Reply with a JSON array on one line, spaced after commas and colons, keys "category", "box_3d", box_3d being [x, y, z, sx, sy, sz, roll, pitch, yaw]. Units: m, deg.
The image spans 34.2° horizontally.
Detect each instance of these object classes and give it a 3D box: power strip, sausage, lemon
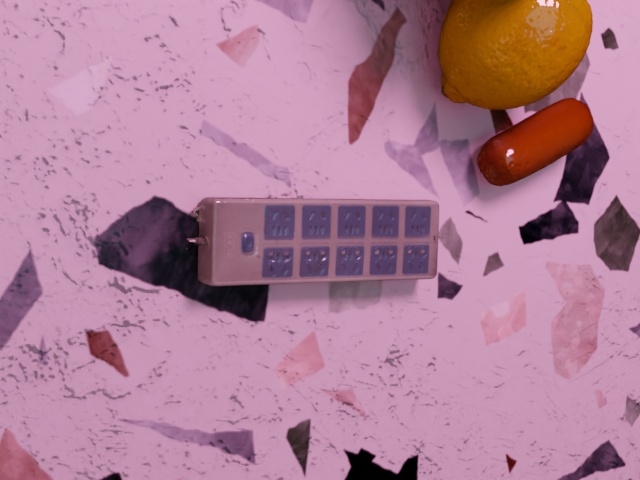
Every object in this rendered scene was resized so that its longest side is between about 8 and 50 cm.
[{"category": "power strip", "box_3d": [0.000, 0.000, 1.300, 0.367, 0.043, 0.106, -1, 94, -32]}, {"category": "sausage", "box_3d": [0.300, -0.136, 1.460, 0.197, 0.076, 0.076, -29, 109, -25]}, {"category": "lemon", "box_3d": [0.254, -0.270, 1.359, 0.244, 0.187, 0.187, -43, 119, 13]}]
